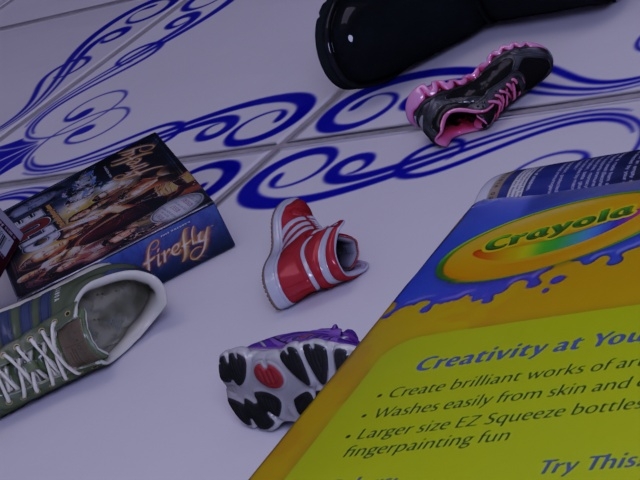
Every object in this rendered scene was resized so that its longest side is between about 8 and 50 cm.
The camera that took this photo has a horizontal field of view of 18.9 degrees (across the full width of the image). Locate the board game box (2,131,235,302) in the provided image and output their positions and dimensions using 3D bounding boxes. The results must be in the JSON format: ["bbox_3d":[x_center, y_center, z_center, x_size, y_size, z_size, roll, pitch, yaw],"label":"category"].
[{"bbox_3d":[-0.174,-0.007,1.537,0.165,0.042,0.243,-28,21,-7],"label":"board game box"}]

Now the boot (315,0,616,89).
[{"bbox_3d":[0.139,-0.211,1.601,0.246,0.094,0.207,-33,17,-36],"label":"boot"}]

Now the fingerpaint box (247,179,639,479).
[{"bbox_3d":[0.191,0.111,0.660,0.445,0.163,0.371,-10,25,36],"label":"fingerpaint box"}]

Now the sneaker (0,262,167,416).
[{"bbox_3d":[-0.187,0.070,1.329,0.192,0.064,0.086,-34,17,-31],"label":"sneaker"}]

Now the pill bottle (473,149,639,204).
[{"bbox_3d":[0.174,-0.002,1.055,0.169,0.094,0.094,-9,26,37],"label":"pill bottle"}]

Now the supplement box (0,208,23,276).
[{"bbox_3d":[-0.321,0.061,1.435,0.130,0.073,0.239,-29,22,26],"label":"supplement box"}]

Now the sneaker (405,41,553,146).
[{"bbox_3d":[0.126,-0.106,1.451,0.119,0.047,0.057,-27,41,-1],"label":"sneaker"}]

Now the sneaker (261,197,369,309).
[{"bbox_3d":[0.000,0.000,1.321,0.067,0.042,0.118,-22,28,18],"label":"sneaker"}]

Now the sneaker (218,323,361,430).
[{"bbox_3d":[0.007,0.072,1.110,0.071,0.068,0.170,-30,20,-30],"label":"sneaker"}]
